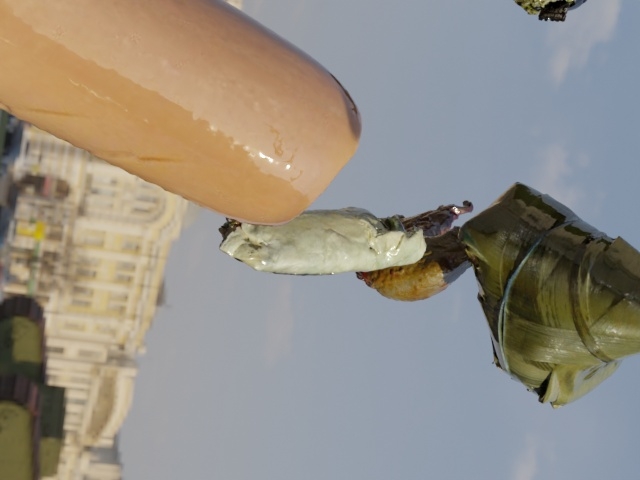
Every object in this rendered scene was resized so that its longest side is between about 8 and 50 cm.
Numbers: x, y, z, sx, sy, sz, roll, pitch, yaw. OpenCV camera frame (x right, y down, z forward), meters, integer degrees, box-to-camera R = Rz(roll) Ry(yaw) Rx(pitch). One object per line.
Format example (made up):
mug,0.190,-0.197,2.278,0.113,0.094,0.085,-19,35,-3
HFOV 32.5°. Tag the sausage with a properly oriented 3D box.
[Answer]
sausage,-0.125,-0.112,0.644,0.121,0.304,0.121,-48,-155,32

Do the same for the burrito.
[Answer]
burrito,0.000,-0.002,0.860,0.058,0.188,0.045,52,-47,41

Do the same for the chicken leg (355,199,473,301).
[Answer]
chicken leg,0.126,0.009,1.315,0.083,0.177,0.322,60,-6,-13

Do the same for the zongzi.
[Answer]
zongzi,0.271,0.098,1.041,0.274,0.125,0.251,32,-25,43

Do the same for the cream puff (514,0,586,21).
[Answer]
cream puff,0.278,-0.353,1.363,0.169,0.183,0.183,68,-15,-5
